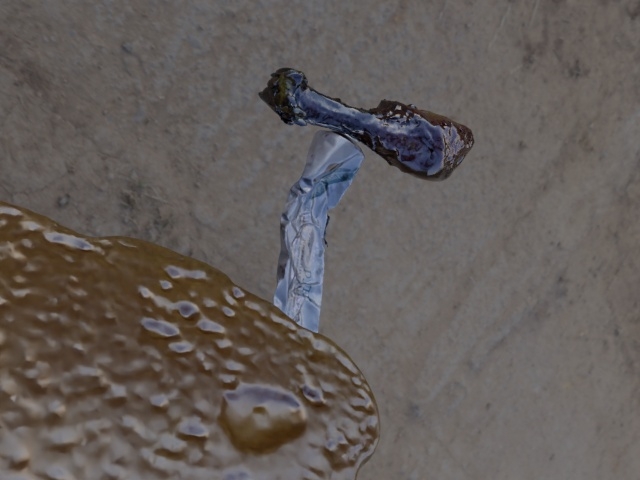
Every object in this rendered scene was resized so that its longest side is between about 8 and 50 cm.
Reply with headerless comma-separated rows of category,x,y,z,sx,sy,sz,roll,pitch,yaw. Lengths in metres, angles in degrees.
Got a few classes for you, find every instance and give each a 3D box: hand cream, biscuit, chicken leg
hand cream,-0.003,0.000,0.597,0.084,0.050,0.257,30,69,-57
biscuit,-0.110,0.125,0.380,0.381,0.359,0.074,6,139,-45
chicken leg,0.056,-0.086,0.527,0.253,0.106,0.051,1,116,-58
